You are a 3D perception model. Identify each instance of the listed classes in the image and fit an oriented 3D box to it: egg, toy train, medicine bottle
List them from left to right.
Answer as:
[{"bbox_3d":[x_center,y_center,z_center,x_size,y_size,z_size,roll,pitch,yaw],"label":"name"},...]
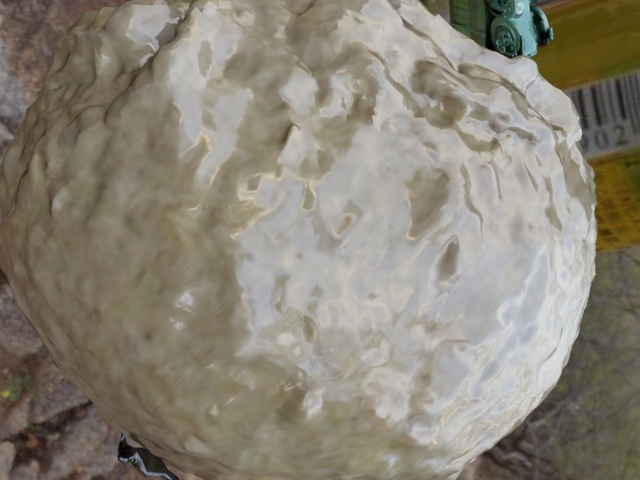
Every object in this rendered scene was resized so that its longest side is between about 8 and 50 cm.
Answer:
[{"bbox_3d":[0.000,0.000,0.465,0.310,0.279,0.279,19,87,-42],"label":"egg"},{"bbox_3d":[0.097,-0.167,0.515,0.038,0.071,0.148,-24,129,-18],"label":"toy train"},{"bbox_3d":[0.338,-0.122,0.711,0.224,0.384,0.225,18,66,-47],"label":"medicine bottle"}]
